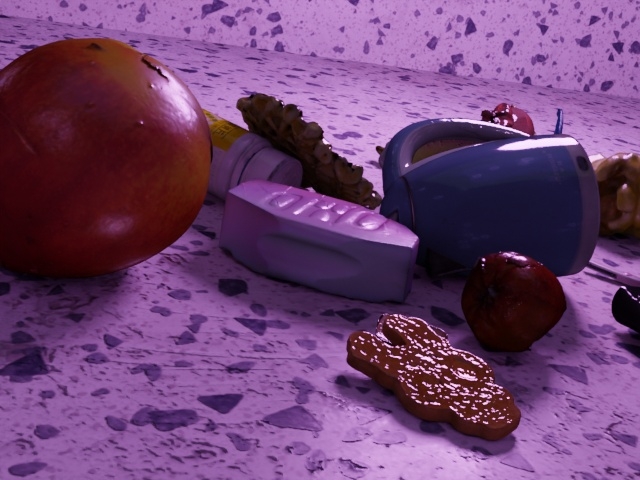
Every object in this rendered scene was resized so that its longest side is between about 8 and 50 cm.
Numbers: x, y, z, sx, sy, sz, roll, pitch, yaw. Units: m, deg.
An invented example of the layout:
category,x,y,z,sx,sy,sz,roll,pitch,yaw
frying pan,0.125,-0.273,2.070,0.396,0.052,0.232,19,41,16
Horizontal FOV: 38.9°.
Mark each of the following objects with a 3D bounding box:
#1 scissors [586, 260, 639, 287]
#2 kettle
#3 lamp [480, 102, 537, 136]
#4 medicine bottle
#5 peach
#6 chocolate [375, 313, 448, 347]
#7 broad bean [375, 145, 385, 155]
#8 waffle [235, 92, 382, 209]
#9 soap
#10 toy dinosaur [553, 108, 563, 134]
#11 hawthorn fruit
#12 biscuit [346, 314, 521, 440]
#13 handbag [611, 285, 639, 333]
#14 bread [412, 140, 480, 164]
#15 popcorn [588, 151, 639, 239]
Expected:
category,x,y,z,sx,sy,sz,roll,pitch,yaw
scissors,0.574,0.073,1.685,0.176,0.022,0.085,22,24,23
kettle,0.263,-0.080,1.581,0.342,0.247,0.320,-5,58,-9
lamp,0.488,-0.281,2.407,0.223,0.151,0.215,-20,-7,-31
medicine bottle,-0.171,-0.147,1.722,0.258,0.143,0.143,29,25,22
peach,-0.340,-0.107,1.294,0.369,0.370,0.370,9,20,-3
chocolate,0.125,0.138,1.258,0.100,0.031,0.064,12,37,7
broad bean,0.262,-0.175,2.119,0.339,0.061,0.077,16,0,40
waffle,-0.029,-0.164,1.759,0.297,0.073,0.317,29,-16,48
soap,0.000,0.000,1.469,0.323,0.109,0.193,17,21,15
toy dinosaur,0.611,-0.224,2.350,0.076,0.147,0.363,11,27,8
hawthorn fruit,0.290,0.094,1.322,0.172,0.148,0.148,15,13,-38
biscuit,0.147,0.174,1.151,0.144,0.040,0.236,-26,47,-36
handbag,0.616,0.149,1.408,0.244,0.088,0.275,1,23,-23
bread,0.308,-0.149,1.904,0.301,0.045,0.301,10,-22,4
popcorn,0.664,-0.098,1.973,0.254,0.195,0.256,5,19,-44
